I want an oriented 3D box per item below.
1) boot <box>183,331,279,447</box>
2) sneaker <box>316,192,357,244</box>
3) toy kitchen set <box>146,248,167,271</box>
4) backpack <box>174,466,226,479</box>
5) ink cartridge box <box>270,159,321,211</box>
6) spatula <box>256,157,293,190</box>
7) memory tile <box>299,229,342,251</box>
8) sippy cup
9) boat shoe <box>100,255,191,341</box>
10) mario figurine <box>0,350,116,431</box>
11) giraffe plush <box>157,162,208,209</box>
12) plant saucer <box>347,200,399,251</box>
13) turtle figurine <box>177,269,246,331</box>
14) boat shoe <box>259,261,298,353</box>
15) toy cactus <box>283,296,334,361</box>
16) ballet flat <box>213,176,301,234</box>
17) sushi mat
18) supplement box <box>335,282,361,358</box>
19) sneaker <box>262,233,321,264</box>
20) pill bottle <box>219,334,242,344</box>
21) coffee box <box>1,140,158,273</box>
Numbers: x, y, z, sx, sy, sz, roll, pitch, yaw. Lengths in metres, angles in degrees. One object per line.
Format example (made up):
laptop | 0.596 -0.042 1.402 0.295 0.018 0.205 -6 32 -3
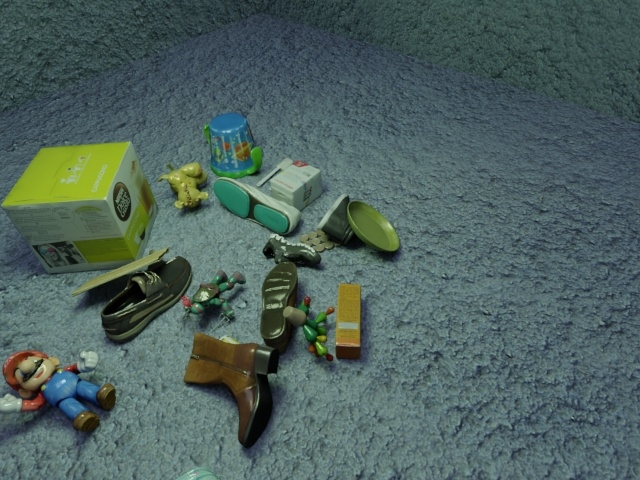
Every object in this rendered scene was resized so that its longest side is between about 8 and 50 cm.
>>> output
boot | -0.269 0.400 1.227 0.280 0.096 0.265 3 79 24
sneaker | 0.093 -0.077 1.708 0.146 0.105 0.296 36 31 -1
toy kitchen set | -0.590 0.082 1.629 0.068 0.075 0.084 19 76 -29
backpack | -0.273 0.591 0.979 0.165 0.189 0.144 -25 49 -19
ink cartridge box | -0.099 -0.215 1.824 0.128 0.128 0.176 30 53 28
spatula | -0.159 -0.281 1.976 0.168 0.019 0.242 27 53 20
memory tile | 0.000 0.000 1.684 0.147 0.012 0.113 -19 47 -14
sippy cup | -0.393 -0.433 1.993 0.305 0.224 0.240 2 44 6
boat shoe | -0.558 0.167 1.463 0.132 0.130 0.355 19 49 21
mario figurine | -0.734 0.388 1.218 0.320 0.170 0.198 20 14 12
giraffe plush | -0.538 -0.207 1.829 0.181 0.210 0.171 -34 72 11
plant saucer | 0.184 -0.045 1.627 0.240 0.037 0.241 29 32 -20
turtle figurine | -0.352 0.188 1.449 0.175 0.118 0.234 17 43 20
boat shoe | -0.129 0.208 1.422 0.110 0.105 0.308 -2 46 14
toy cactus | -0.032 0.244 1.330 0.112 0.180 0.219 -34 42 21
ballet flat | -0.246 -0.144 1.781 0.400 0.139 0.139 28 52 22
sushi mat | -0.666 0.103 1.512 0.316 0.019 0.151 -22 13 2
supplement box | 0.088 0.244 1.387 0.080 0.078 0.234 0 45 3
sneaker | -0.110 0.054 1.595 0.234 0.078 0.106 20 52 27
pill bottle | -0.251 0.334 1.324 0.116 0.065 0.065 24 51 26
coffee box | -0.836 -0.123 1.627 0.337 0.335 0.338 -4 45 -1
